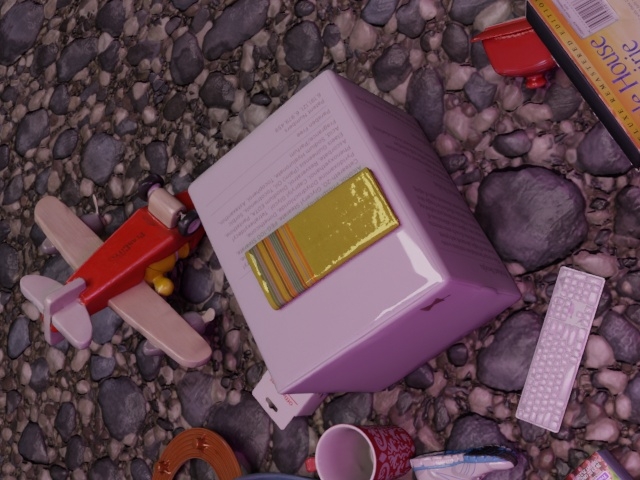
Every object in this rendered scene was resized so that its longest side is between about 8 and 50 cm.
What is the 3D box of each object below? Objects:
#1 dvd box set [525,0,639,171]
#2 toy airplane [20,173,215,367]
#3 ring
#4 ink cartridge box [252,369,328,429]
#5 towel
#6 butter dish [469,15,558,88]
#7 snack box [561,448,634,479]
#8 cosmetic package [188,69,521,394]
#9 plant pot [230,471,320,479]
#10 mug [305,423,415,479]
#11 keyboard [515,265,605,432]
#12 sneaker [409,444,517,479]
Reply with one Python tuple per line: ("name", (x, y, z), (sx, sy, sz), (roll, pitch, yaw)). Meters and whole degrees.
("dvd box set", (0.551, -0.323, 1.214), (0.420, 0.062, 0.308), (-29, 67, 1))
("toy airplane", (-0.395, 0.077, 1.714), (0.384, 0.272, 0.386), (-2, 65, 0))
("ring", (-0.252, 0.530, 1.643), (0.336, 0.032, 0.337), (-17, 67, 46))
("ink cartridge box", (-0.033, 0.250, 1.584), (0.104, 0.061, 0.181), (46, 106, 29))
("towel", (0.000, 0.000, 1.238), (0.237, 0.021, 0.102), (-35, 72, 21))
("butter dish", (0.343, -0.307, 1.399), (0.160, 0.160, 0.118), (-8, 103, 28))
("snack box", (0.405, 0.445, 1.280), (0.207, 0.070, 0.174), (-48, 62, 19))
("cosmetic package", (0.056, 0.003, 1.407), (0.327, 0.329, 0.394), (-37, 65, 22))
("plant pot", (-0.055, 0.619, 1.411), (0.341, 0.341, 0.334), (22, 103, 32))
("mug", (0.068, 0.355, 1.443), (0.150, 0.169, 0.113), (15, 92, 33))
("keyboard", (0.382, 0.173, 1.366), (0.072, 0.014, 0.256), (18, 93, 33))
("sneaker", (0.239, 0.383, 1.400), (0.190, 0.071, 0.083), (-18, 80, 37))
